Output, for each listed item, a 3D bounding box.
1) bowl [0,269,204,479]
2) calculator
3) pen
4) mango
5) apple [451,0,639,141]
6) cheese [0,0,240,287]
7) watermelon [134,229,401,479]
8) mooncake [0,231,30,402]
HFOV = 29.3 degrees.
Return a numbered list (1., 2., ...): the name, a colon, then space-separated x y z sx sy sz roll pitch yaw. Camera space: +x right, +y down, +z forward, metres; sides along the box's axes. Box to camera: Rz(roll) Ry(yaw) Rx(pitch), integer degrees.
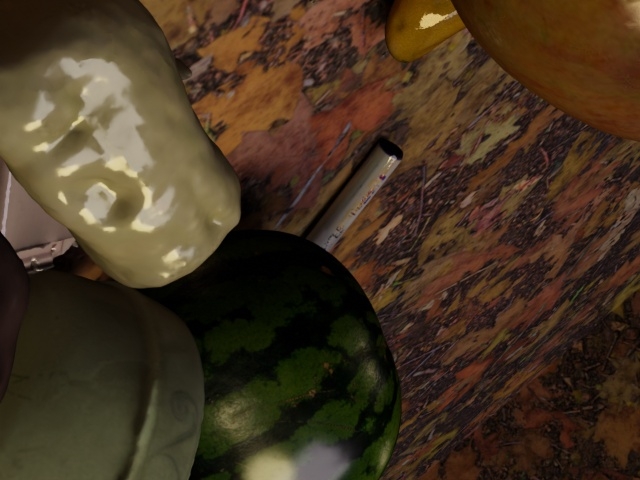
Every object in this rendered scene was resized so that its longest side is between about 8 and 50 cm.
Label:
1. bowl: -0.236 0.148 0.872 0.307 0.307 0.163 -44 126 10
2. calculator: -0.174 -0.061 0.770 0.100 0.032 0.175 -18 122 -62
3. pen: 0.000 0.000 1.280 0.033 0.033 0.269 -8 142 -55
4. mango: 0.129 -0.220 1.005 0.190 0.075 0.098 -34 150 2
5. apple: 0.254 -0.261 0.803 0.400 0.334 0.400 -14 143 -11
6. cheese: -0.131 -0.093 0.568 0.093 0.263 0.159 -36 136 -5
7. watermelon: -0.064 0.139 1.099 0.285 0.285 0.285 -34 158 -16
8. mooncake: -0.271 0.027 0.533 0.283 0.283 0.141 -34 -159 -17
